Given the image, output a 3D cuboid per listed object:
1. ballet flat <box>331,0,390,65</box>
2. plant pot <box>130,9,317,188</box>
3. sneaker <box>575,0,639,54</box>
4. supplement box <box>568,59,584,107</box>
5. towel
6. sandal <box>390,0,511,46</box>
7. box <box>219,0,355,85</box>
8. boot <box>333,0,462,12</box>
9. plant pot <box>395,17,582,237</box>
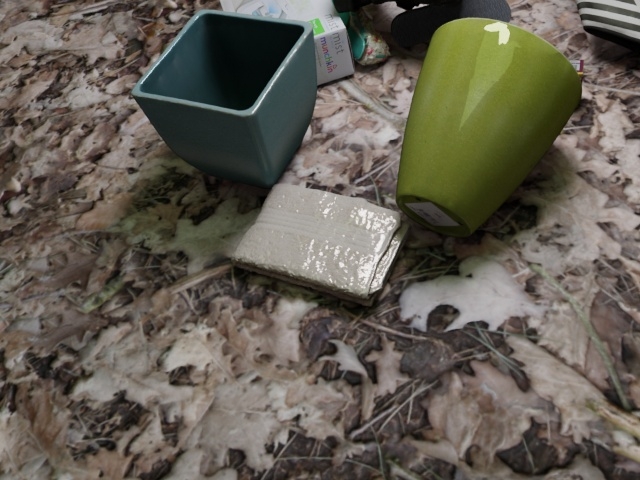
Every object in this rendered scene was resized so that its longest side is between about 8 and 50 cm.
[{"bbox_3d":[0.086,-0.464,1.568,0.077,0.091,0.241,1,50,-26],"label":"ballet flat"},{"bbox_3d":[-0.145,-0.238,1.317,0.247,0.252,0.248,14,57,23],"label":"plant pot"},{"bbox_3d":[0.706,-0.486,1.344,0.447,0.258,0.169,-8,8,13],"label":"sneaker"},{"bbox_3d":[0.461,-0.293,1.330,0.054,0.083,0.043,5,53,17],"label":"supplement box"},{"bbox_3d":[0.000,0.000,1.228,0.282,0.049,0.187,14,56,23],"label":"towel"},{"bbox_3d":[0.276,-0.480,1.522,0.254,0.097,0.054,-7,24,7],"label":"sandal"},{"bbox_3d":[-0.074,-0.444,1.549,0.231,0.127,0.262,-19,50,0],"label":"box"},{"bbox_3d":[0.184,-0.578,1.494,0.260,0.131,0.348,-1,43,19],"label":"boot"},{"bbox_3d":[0.249,-0.163,1.191,0.274,0.275,0.294,21,76,26],"label":"plant pot"}]
